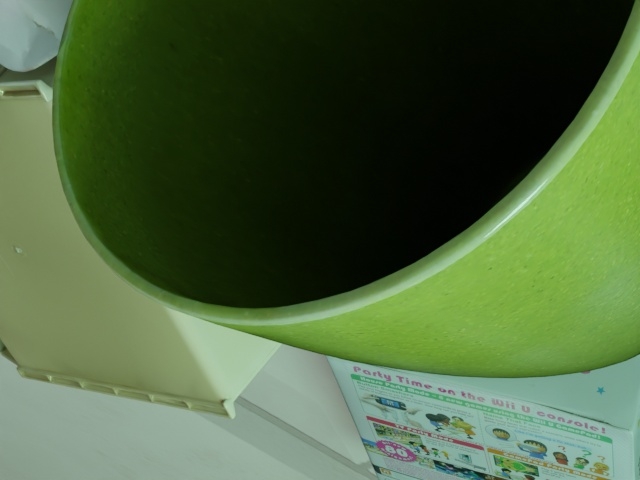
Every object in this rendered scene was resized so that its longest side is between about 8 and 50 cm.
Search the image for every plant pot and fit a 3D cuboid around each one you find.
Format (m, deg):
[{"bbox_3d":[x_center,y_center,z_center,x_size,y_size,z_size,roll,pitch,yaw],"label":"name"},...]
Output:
[{"bbox_3d":[0.077,-0.045,0.611,0.275,0.274,0.293,3,160,36],"label":"plant pot"}]

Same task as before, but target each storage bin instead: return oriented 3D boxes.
[{"bbox_3d":[-0.165,-0.029,0.868,0.260,0.123,0.262,4,133,40],"label":"storage bin"}]

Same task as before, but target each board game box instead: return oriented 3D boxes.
[{"bbox_3d":[0.147,0.150,1.014,0.224,0.097,0.303,12,150,21],"label":"board game box"}]

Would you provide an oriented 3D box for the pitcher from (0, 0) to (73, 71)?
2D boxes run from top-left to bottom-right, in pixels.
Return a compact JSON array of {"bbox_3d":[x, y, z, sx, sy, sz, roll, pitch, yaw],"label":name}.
[{"bbox_3d":[-0.211,-0.210,0.686,0.178,0.125,0.207,39,165,43],"label":"pitcher"}]
